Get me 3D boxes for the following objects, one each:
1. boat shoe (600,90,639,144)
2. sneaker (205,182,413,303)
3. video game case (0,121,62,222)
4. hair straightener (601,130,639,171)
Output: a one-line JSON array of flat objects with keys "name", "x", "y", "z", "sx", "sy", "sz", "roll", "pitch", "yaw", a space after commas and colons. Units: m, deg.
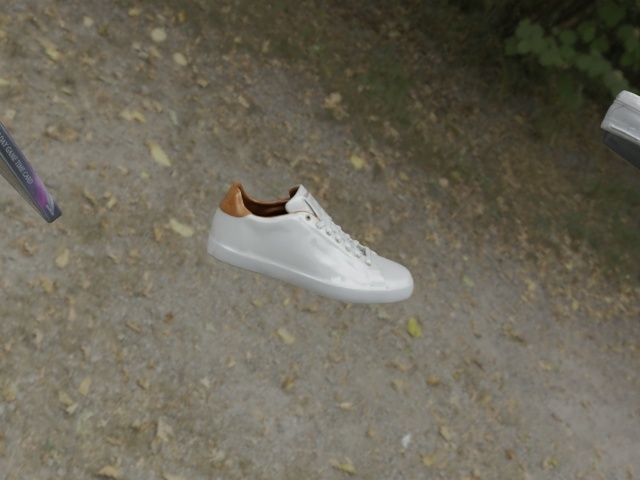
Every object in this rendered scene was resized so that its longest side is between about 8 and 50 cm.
[{"name": "boat shoe", "x": 0.424, "y": -0.109, "z": 0.999, "sx": 0.184, "sy": 0.063, "sz": 0.066, "roll": 37, "pitch": 15, "yaw": 12}, {"name": "sneaker", "x": 0.000, "y": 0.000, "z": 1.113, "sx": 0.290, "sy": 0.123, "sz": 0.106, "roll": 16, "pitch": 18, "yaw": -9}, {"name": "video game case", "x": -0.392, "y": -0.148, "z": 0.910, "sx": 0.026, "sy": 0.274, "sz": 0.196, "roll": -42, "pitch": 68, "yaw": -18}, {"name": "hair straightener", "x": 0.526, "y": -0.096, "z": 1.292, "sx": 0.089, "sy": 0.047, "sz": 0.230, "roll": -18, "pitch": 62, "yaw": -46}]
